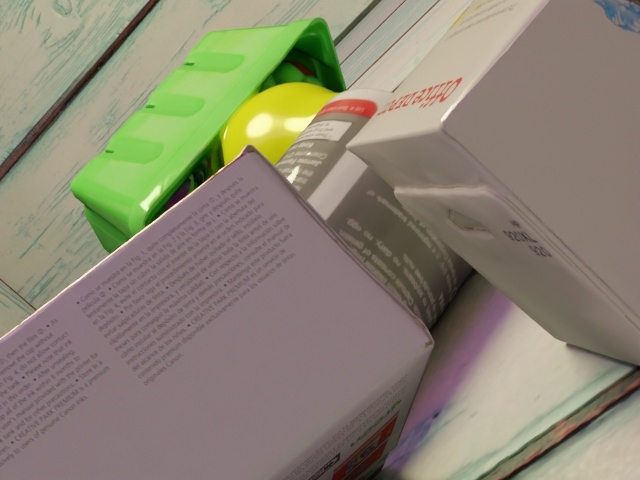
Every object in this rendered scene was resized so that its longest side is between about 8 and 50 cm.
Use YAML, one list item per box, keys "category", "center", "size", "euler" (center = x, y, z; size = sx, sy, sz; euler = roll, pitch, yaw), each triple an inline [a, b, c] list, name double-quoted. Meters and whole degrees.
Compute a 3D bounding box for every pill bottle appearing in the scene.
- category: "pill bottle"
  center: [-0.007, 0.044, 0.863]
  size: [0.283, 0.161, 0.161]
  euler: [-52, 11, -25]

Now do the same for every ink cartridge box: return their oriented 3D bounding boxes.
- category: "ink cartridge box"
  center: [-0.108, 0.142, 0.623]
  size: [0.309, 0.130, 0.272]
  euler: [-39, -17, -16]
- category: "ink cartridge box"
  center: [0.161, -0.078, 0.607]
  size: [0.232, 0.168, 0.171]
  euler: [-49, 10, -6]

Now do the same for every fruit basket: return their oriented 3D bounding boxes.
- category: "fruit basket"
  center: [-0.054, -0.074, 1.435]
  size: [0.392, 0.283, 0.392]
  euler: [-9, 47, 10]
